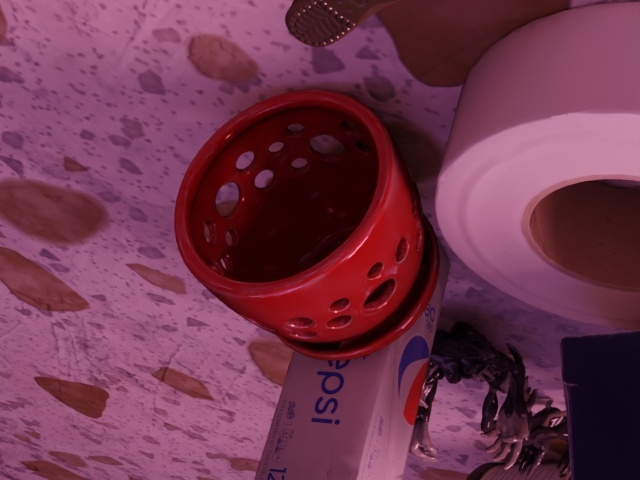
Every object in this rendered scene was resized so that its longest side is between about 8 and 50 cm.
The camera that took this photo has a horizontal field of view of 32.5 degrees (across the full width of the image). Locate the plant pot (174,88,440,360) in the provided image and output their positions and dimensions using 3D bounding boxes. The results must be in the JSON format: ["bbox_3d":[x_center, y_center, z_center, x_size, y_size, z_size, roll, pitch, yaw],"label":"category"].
[{"bbox_3d":[0.000,0.000,0.912,0.191,0.191,0.174,0,149,28],"label":"plant pot"}]

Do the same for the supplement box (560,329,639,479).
[{"bbox_3d":[0.369,0.177,0.881,0.195,0.194,0.356,-11,164,42],"label":"supplement box"}]

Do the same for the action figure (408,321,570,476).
[{"bbox_3d":[0.170,0.176,1.172,0.276,0.141,0.164,32,159,-27],"label":"action figure"}]

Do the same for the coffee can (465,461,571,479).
[{"bbox_3d":[0.329,0.372,1.351,0.275,0.201,0.201,-13,139,41],"label":"coffee can"}]

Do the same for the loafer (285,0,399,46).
[{"bbox_3d":[0.036,-0.184,0.725,0.148,0.050,0.056,-24,136,29],"label":"loafer"}]

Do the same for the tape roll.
[{"bbox_3d":[0.232,-0.040,0.810,0.286,0.100,0.286,13,150,8],"label":"tape roll"}]

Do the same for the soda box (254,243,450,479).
[{"bbox_3d":[0.035,0.117,0.990,0.098,0.286,0.091,0,146,27],"label":"soda box"}]
